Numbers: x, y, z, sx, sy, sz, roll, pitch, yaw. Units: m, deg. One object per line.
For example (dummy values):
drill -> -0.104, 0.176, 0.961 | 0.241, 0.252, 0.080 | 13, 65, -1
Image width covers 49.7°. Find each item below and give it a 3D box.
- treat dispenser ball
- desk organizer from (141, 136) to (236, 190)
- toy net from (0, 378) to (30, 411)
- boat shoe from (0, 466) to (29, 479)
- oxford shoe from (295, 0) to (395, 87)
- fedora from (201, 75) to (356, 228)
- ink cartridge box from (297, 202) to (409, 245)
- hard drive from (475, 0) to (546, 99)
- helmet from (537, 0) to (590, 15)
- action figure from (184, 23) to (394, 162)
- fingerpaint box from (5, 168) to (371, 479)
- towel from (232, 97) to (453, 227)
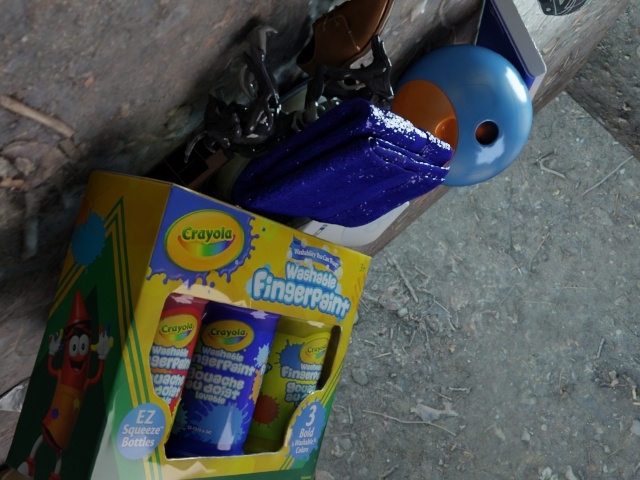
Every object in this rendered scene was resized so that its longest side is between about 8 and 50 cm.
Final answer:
treat dispenser ball -> 0.285, -0.254, 1.418 | 0.288, 0.288, 0.288 | -41, 169, -9
desk organizer -> -0.186, -0.104, 0.972 | 0.130, 0.047, 0.050 | -41, 167, -8
toy net -> -0.502, 0.268, 1.304 | 0.122, 0.045, 0.232 | -48, 168, 27
boat shoe -> -0.681, 0.556, 1.635 | 0.110, 0.121, 0.341 | -46, 180, -5
oxford shoe -> 0.034, -0.289, 0.930 | 0.212, 0.076, 0.076 | -44, -145, 47
fedora -> -0.032, -0.125, 1.156 | 0.334, 0.152, 0.334 | -41, 169, -10
ink cartridge box -> 0.000, 0.000, 1.708 | 0.308, 0.091, 0.385 | 3, 133, -53
hard drive -> 0.410, -0.398, 1.529 | 0.040, 0.210, 0.319 | -23, 170, 4
helmet -> 0.477, -0.533, 1.356 | 0.169, 0.161, 0.169 | -41, 169, -9
action figure -> -0.055, -0.186, 0.893 | 0.276, 0.141, 0.164 | -17, 171, -14
fingerpaint box -> -0.141, 0.144, 0.955 | 0.445, 0.163, 0.371 | 22, 82, -54
towel -> 0.047, -0.086, 0.966 | 0.228, 0.076, 0.308 | -32, 161, 24
